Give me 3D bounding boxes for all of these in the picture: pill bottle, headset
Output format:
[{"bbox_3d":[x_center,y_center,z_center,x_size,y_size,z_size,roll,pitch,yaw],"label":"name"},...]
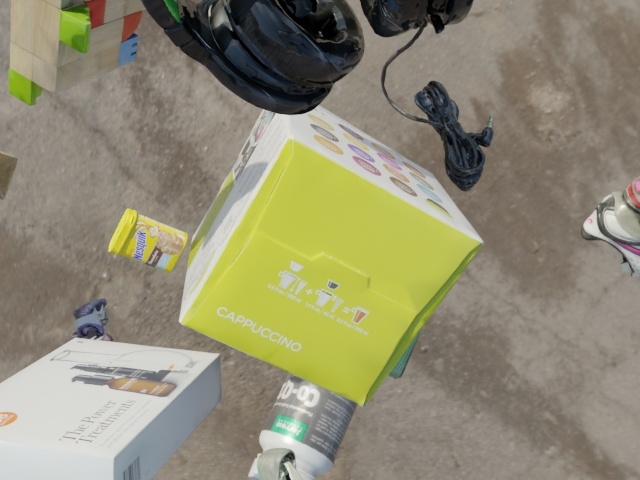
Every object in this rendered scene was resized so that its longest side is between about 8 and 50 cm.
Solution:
[{"bbox_3d":[-0.034,0.479,1.932,0.204,0.204,0.360,30,65,-11],"label":"pill bottle"},{"bbox_3d":[0.028,-0.175,0.581,0.394,0.244,0.185,31,37,-55],"label":"headset"}]

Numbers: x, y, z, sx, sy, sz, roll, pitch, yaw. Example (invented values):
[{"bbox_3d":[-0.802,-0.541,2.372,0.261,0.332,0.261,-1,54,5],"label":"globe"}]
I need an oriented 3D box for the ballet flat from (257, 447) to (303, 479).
[{"bbox_3d":[-0.046,0.433,1.167,0.072,0.068,0.213,5,69,-63],"label":"ballet flat"}]

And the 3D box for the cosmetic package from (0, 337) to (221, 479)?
[{"bbox_3d":[-0.352,0.265,1.147,0.285,0.377,0.097,2,103,13],"label":"cosmetic package"}]

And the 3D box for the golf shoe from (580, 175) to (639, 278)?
[{"bbox_3d":[0.332,0.009,0.705,0.186,0.086,0.067,32,45,-18],"label":"golf shoe"}]

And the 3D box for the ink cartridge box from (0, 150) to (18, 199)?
[{"bbox_3d":[-0.680,-0.152,1.274,0.235,0.193,0.088,16,91,-52],"label":"ink cartridge box"}]

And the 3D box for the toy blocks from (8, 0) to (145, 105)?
[{"bbox_3d":[-0.351,-0.412,1.169,0.191,0.381,0.261,30,39,13],"label":"toy blocks"}]

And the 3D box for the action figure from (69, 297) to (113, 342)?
[{"bbox_3d":[-0.466,0.253,1.572,0.099,0.185,0.285,-15,39,-20],"label":"action figure"}]

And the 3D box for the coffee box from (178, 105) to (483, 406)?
[{"bbox_3d":[0.000,0.000,1.227,0.338,0.334,0.338,27,108,-17],"label":"coffee box"}]

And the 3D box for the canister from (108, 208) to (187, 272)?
[{"bbox_3d":[-0.450,0.004,1.951,0.170,0.073,0.126,23,110,-23],"label":"canister"}]

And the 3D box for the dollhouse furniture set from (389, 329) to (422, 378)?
[{"bbox_3d":[0.150,0.158,1.693,0.198,0.151,0.301,22,91,3],"label":"dollhouse furniture set"}]
